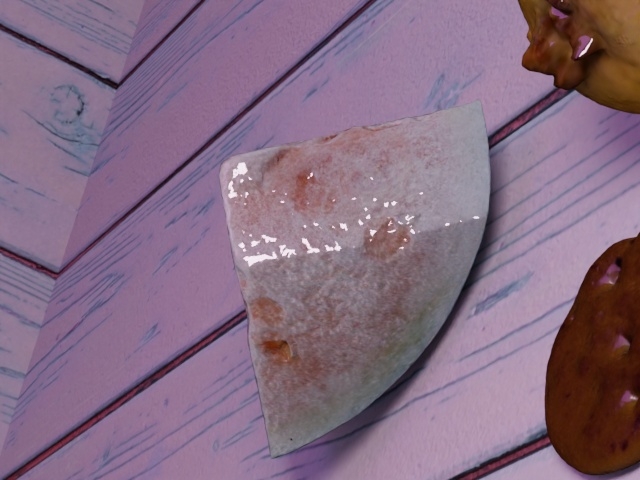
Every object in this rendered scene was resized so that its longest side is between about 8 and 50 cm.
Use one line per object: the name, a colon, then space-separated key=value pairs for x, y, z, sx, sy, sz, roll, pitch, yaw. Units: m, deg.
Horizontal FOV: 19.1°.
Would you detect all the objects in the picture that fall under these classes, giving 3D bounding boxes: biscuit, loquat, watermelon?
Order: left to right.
watermelon: x=0.000 y=0.000 z=1.816 sx=0.387 sy=0.258 sz=0.228 roll=-57 pitch=23 yaw=6
biscuit: x=0.238 y=0.081 z=1.471 sx=0.212 sy=0.036 sz=0.212 roll=-50 pitch=25 yaw=33
loquat: x=0.262 y=-0.220 z=1.460 sx=0.275 sy=0.274 sz=0.275 roll=-49 pitch=25 yaw=32
